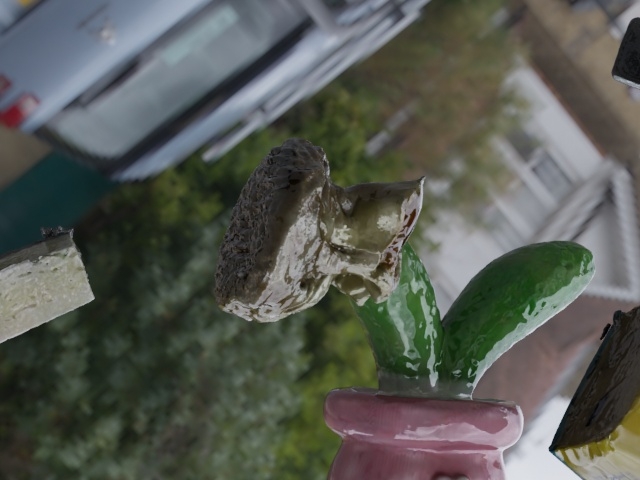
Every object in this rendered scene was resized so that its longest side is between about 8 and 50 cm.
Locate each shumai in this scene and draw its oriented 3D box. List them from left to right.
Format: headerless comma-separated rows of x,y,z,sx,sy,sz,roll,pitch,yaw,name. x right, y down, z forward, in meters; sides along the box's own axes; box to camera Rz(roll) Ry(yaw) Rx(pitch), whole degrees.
0.000,0.000,1.441,0.209,0.153,0.161,-161,-95,-79,shumai

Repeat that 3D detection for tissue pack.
0.379,0.201,1.663,0.134,0.271,0.192,-25,-150,58,tissue pack

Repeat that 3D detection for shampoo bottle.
0.442,-0.205,2.000,0.246,0.080,0.079,1,112,-49,shampoo bottle

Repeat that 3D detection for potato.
-0.281,0.044,1.638,0.122,0.086,0.061,-23,-158,-9,potato

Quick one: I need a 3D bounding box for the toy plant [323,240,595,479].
0.133,0.164,1.817,0.317,0.356,0.210,8,171,-25,toy plant
